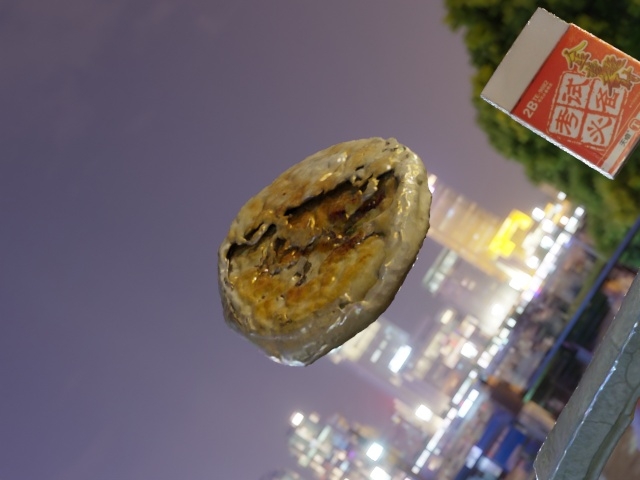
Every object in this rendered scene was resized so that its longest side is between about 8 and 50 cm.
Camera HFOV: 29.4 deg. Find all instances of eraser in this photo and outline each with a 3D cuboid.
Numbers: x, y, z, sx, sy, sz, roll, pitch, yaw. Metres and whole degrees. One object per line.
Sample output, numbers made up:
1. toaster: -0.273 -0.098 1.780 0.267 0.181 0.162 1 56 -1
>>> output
1. eraser: 0.365 -0.212 1.743 0.157 0.230 0.038 -57 -18 4

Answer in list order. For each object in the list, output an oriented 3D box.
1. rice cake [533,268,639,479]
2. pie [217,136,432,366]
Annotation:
1. rice cake: 0.312 0.132 1.264 0.066 0.063 0.336 -95 23 -62
2. pie: 0.000 0.000 1.573 0.339 0.339 0.077 -55 -50 -11
